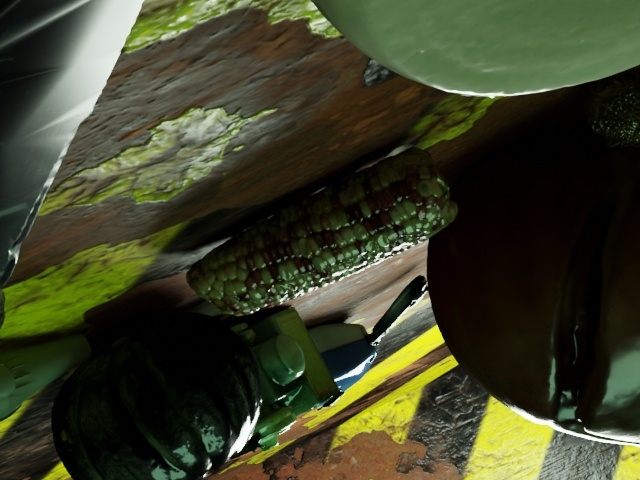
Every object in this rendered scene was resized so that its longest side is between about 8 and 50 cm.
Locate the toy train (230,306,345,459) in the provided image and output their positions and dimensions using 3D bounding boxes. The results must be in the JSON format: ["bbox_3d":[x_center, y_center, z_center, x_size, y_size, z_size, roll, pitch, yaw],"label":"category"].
[{"bbox_3d":[-0.118,0.194,1.277,0.272,0.159,0.188,-32,173,24],"label":"toy train"}]

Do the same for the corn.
[{"bbox_3d":[0.000,0.000,0.937,0.253,0.086,0.086,-26,164,8],"label":"corn"}]

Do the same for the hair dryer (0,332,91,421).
[{"bbox_3d":[-0.315,0.143,1.010,0.167,0.067,0.199,-21,176,-33],"label":"hair dryer"}]

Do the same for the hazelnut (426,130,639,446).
[{"bbox_3d":[0.321,0.034,1.104,0.410,0.359,0.359,-24,166,-28],"label":"hazelnut"}]

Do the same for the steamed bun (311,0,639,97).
[{"bbox_3d":[0.090,-0.171,0.406,0.232,0.145,0.232,-12,154,-6],"label":"steamed bun"}]

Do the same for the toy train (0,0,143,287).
[{"bbox_3d":[-0.151,-0.079,0.450,0.086,0.089,0.409,-19,163,-35],"label":"toy train"}]

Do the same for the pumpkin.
[{"bbox_3d":[-0.165,0.167,1.051,0.221,0.161,0.220,-26,-167,7],"label":"pumpkin"}]

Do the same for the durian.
[{"bbox_3d":[0.290,-0.125,0.979,0.080,0.080,0.091,-36,161,34],"label":"durian"}]

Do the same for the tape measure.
[{"bbox_3d":[0.004,0.169,1.481,0.215,0.097,0.351,-15,159,-36],"label":"tape measure"}]

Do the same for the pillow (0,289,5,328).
[{"bbox_3d":[-0.343,0.083,0.785,0.211,0.034,0.135,-20,162,-23],"label":"pillow"}]
